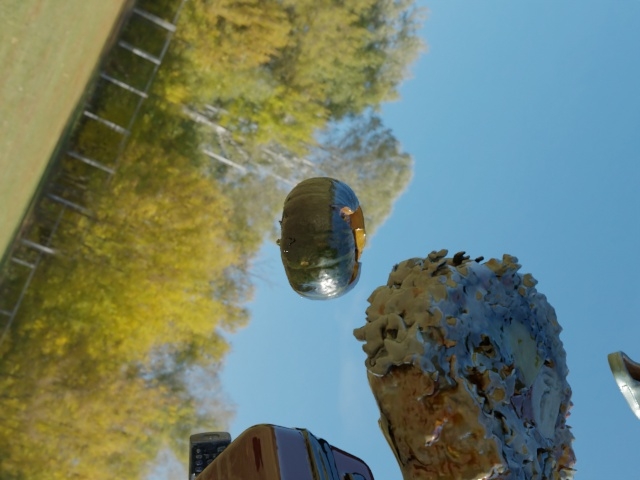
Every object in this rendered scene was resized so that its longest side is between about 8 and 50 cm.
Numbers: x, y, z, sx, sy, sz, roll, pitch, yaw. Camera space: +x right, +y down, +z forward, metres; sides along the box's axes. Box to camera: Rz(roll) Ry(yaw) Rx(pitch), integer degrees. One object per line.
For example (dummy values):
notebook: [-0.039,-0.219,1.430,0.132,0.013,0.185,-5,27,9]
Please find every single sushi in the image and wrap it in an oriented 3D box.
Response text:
sushi: [0.222,0.196,1.082,0.176,0.417,0.417,-25,-139,36]

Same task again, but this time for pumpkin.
pumpkin: [-0.003,-0.001,1.490,0.238,0.159,0.237,2,90,-77]

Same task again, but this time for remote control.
remote control: [-0.124,0.271,0.854,0.027,0.044,0.152,-108,-156,-61]

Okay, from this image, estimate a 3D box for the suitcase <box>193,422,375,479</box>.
suitcase: [-0.038,0.333,0.684,0.236,0.161,0.297,-48,-148,24]

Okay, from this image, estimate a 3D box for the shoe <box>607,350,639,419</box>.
shoe: [0.625,0.279,1.534,0.078,0.195,0.079,-27,-148,30]
